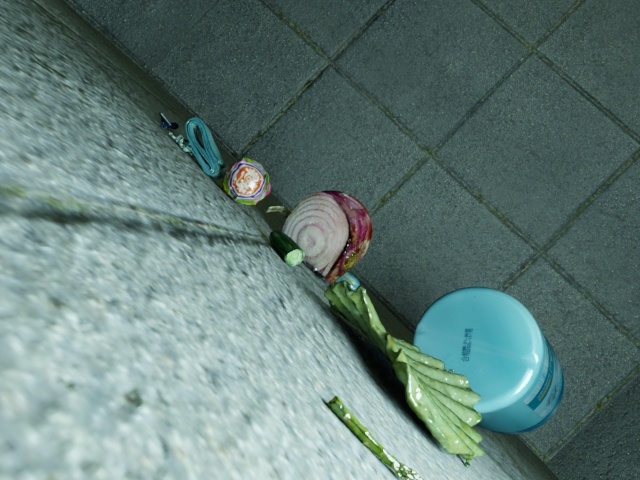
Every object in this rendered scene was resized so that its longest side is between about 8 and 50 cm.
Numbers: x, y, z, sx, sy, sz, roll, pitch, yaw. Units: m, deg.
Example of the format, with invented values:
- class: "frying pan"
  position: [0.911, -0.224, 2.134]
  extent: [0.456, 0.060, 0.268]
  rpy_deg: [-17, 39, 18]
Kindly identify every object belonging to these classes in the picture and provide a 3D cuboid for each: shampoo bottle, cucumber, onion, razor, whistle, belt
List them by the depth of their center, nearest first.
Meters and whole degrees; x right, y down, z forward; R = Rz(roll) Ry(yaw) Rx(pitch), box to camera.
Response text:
- class: "cucumber"
  position: [-0.082, 0.013, 0.960]
  extent: [0.105, 0.048, 0.048]
  rpy_deg: [43, 1, 40]
- class: "belt"
  position: [-0.321, -0.236, 1.129]
  extent: [0.179, 0.100, 0.065]
  rpy_deg: [60, 5, 14]
- class: "shampoo bottle"
  position: [0.462, 0.334, 1.169]
  extent: [0.343, 0.331, 0.331]
  rpy_deg: [41, 4, -44]
- class: "razor"
  position: [-0.437, -0.335, 1.220]
  extent: [0.044, 0.028, 0.154]
  rpy_deg: [52, 1, -12]
- class: "onion"
  position: [0.037, -0.017, 1.246]
  extent: [0.231, 0.256, 0.272]
  rpy_deg: [10, 54, -59]
- class: "whistle"
  position: [0.085, 0.132, 1.436]
  extent: [0.235, 0.077, 0.114]
  rpy_deg: [47, -22, 17]

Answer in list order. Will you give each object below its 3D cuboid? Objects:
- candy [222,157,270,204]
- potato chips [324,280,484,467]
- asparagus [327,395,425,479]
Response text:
- class: "candy"
  position: [-0.217, -0.163, 1.206]
  extent: [0.124, 0.124, 0.365]
  rpy_deg: [44, -5, -15]
- class: "potato chips"
  position: [0.171, 0.233, 0.799]
  extent: [0.389, 0.097, 0.373]
  rpy_deg: [41, 5, -43]
- class: "asparagus"
  position: [0.051, 0.190, 0.395]
  extent: [0.114, 0.015, 0.014]
  rpy_deg: [44, 0, 5]
